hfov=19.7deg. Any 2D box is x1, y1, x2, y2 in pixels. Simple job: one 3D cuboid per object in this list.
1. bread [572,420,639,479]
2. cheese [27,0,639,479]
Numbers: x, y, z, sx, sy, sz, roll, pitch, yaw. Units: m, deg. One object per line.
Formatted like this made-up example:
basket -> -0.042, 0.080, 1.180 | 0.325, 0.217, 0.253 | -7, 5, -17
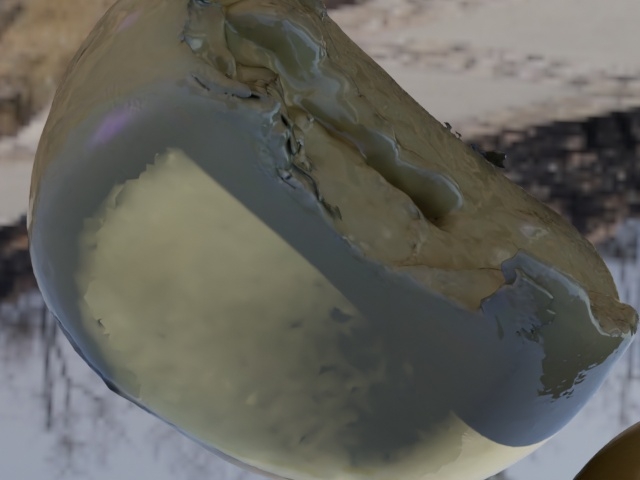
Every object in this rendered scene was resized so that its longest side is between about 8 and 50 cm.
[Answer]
bread -> 0.218, 0.172, 0.660 | 0.333, 0.160, 0.333 | 8, -165, -2
cheese -> 0.000, 0.000, 0.804 | 0.266, 0.127, 0.233 | 36, 139, -11
